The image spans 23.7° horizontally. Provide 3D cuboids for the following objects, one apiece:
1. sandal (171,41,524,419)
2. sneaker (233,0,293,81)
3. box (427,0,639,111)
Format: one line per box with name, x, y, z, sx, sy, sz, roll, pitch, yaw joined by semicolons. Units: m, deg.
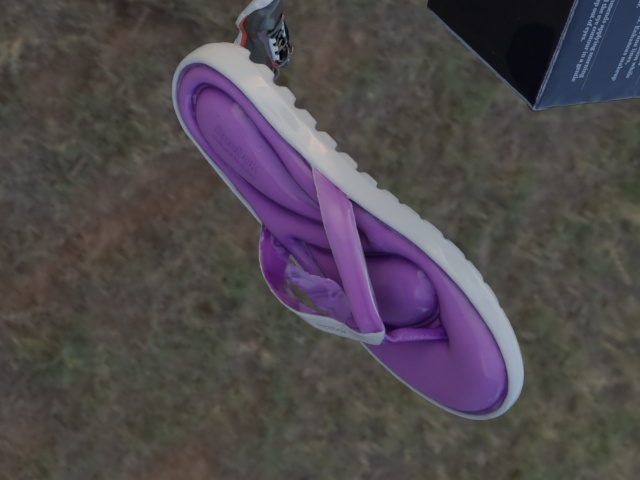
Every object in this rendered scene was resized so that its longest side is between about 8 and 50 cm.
sandal;-0.003;0.009;1.288;0.102;0.416;0.169;-32;158;-32
sneaker;-0.049;-0.214;1.583;0.061;0.065;0.158;-46;174;-19
box;0.304;-0.308;1.307;0.312;0.179;0.343;-7;131;-32
